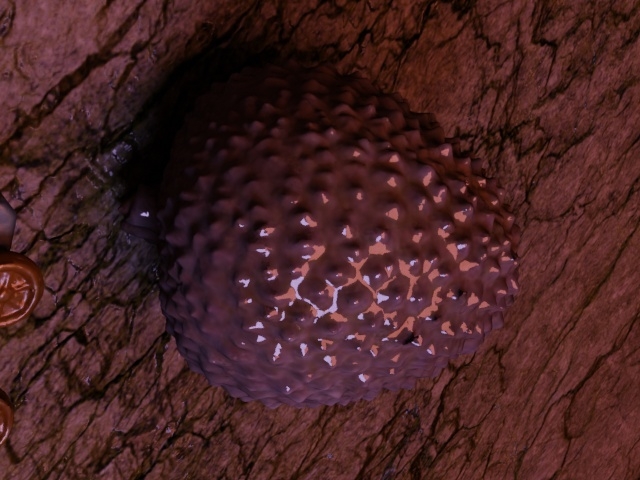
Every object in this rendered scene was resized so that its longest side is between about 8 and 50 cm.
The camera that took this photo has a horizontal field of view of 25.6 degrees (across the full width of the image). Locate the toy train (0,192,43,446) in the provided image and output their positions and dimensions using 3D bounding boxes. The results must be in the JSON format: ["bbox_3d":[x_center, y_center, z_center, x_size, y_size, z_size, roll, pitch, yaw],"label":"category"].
[{"bbox_3d":[-0.395,0.062,1.294,0.232,0.163,0.369,0,118,-33],"label":"toy train"}]

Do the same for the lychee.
[{"bbox_3d":[0.000,0.000,1.503,0.432,0.380,0.380,8,119,-5],"label":"lychee"}]
